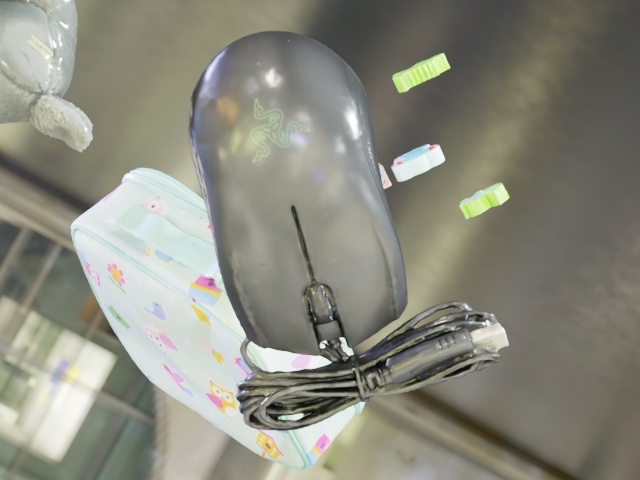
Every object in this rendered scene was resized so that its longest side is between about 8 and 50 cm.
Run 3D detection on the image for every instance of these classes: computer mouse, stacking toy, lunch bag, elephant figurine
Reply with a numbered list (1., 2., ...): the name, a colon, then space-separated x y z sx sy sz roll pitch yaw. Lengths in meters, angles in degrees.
1. computer mouse: 0.000 0.000 1.090 0.072 0.189 0.272 -91 -17 -68
2. stacking toy: 0.063 -0.064 1.711 0.167 0.221 0.052 63 178 -13
3. lunch bag: -0.087 0.064 1.495 0.279 0.108 0.224 29 149 36
4. elephant figurine: -0.288 -0.154 1.318 0.169 0.186 0.239 17 160 -30
